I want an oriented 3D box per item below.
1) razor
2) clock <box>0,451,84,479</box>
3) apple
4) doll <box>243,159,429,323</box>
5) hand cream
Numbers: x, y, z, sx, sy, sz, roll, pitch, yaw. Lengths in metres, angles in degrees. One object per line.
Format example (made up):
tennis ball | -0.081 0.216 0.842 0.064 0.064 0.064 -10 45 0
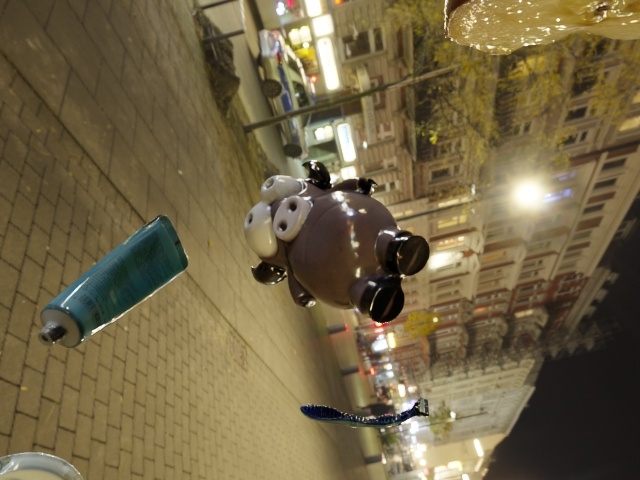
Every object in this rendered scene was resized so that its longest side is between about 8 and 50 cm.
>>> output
razor | 0.051 0.209 0.556 0.044 0.155 0.028 -16 101 -79
clock | -0.489 0.463 0.731 0.053 0.237 0.236 2 -70 54
apple | 0.266 -0.289 0.429 0.251 0.293 0.163 -17 107 -72
doll | 0.002 0.001 0.557 0.257 0.182 0.117 30 2 41
hand cream | -0.225 0.045 0.528 0.224 0.048 0.083 -54 129 -61
